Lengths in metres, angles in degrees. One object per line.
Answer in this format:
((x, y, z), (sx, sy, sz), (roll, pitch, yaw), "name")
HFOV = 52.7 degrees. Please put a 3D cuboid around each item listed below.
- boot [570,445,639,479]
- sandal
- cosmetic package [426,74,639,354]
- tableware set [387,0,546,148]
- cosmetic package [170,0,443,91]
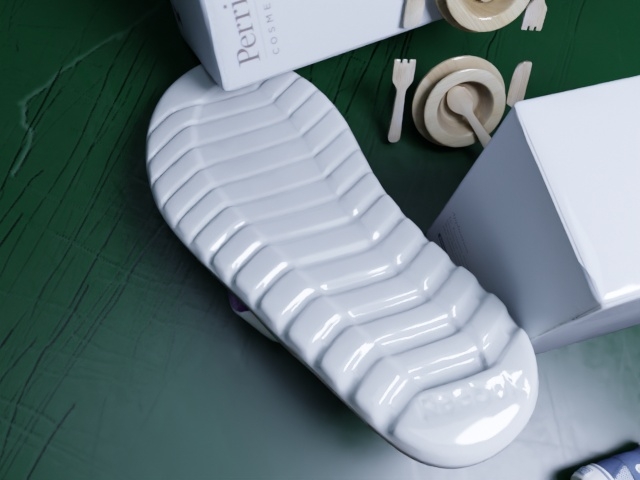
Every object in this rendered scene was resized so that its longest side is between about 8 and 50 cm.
((0.271, 0.248, 0.477), (0.086, 0.069, 0.190), (-20, 72, -9), "boot")
((-0.013, 0.007, 0.513), (0.169, 0.102, 0.416), (-28, 59, -15), "sandal")
((0.226, -0.012, 0.482), (0.224, 0.225, 0.138), (-13, 73, -11), "cosmetic package")
((0.131, -0.161, 0.546), (0.128, 0.194, 0.039), (-3, 36, -9), "tableware set")
((0.078, -0.325, 0.551), (0.453, 0.230, 0.161), (-23, 42, -12), "cosmetic package")
